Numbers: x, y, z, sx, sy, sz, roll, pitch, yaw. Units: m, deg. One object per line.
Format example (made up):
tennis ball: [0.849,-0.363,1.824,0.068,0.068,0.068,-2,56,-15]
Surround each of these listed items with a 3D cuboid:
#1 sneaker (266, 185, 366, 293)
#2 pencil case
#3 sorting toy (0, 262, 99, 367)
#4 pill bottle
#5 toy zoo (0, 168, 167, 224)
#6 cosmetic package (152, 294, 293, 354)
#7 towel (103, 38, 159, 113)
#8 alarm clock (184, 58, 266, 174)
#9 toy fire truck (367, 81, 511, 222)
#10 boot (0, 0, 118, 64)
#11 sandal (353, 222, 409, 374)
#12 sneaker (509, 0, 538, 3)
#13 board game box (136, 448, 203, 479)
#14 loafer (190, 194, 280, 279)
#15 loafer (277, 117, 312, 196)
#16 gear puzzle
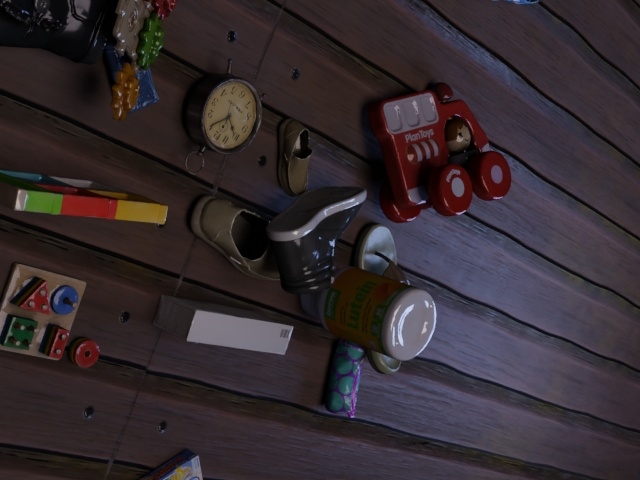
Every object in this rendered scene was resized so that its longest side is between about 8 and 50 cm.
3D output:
sneaker: [-0.001,0.000,1.980,0.296,0.105,0.146,-38,127,-55]
pencil case: [0.054,0.272,2.226,0.064,0.070,0.151,0,104,-50]
sorting toy: [-0.429,0.112,1.686,0.275,0.046,0.132,21,88,-47]
pill bottle: [0.082,0.126,2.074,0.136,0.246,0.136,-17,115,-42]
toy zoo: [-0.356,-0.064,1.594,0.293,0.192,0.030,5,99,-46]
cosmetic package: [-0.167,0.149,1.935,0.239,0.099,0.060,15,95,-47]
towel: [-0.293,-0.257,1.715,0.067,0.029,0.119,-32,124,-34]
alarm clock: [-0.172,-0.194,1.837,0.129,0.064,0.192,43,70,-45]
toy fire truck: [0.232,-0.181,2.207,0.302,0.169,0.253,-20,99,-42]
boot: [-0.375,-0.374,1.540,0.207,0.094,0.246,7,104,-51]
sandal: [0.140,0.114,2.214,0.120,0.086,0.302,-3,85,-49]
sneaker: [0.412,-0.528,2.323,0.162,0.073,0.063,-6,108,-45]
board game box: [-0.266,0.493,1.994,0.136,0.035,0.201,-28,122,-37]
loafer: [-0.115,0.008,1.943,0.268,0.092,0.101,30,81,-47]
loafer: [-0.044,-0.144,1.996,0.056,0.050,0.148,-27,121,-38]
gear puzzle: [-0.247,-0.336,1.632,0.175,0.044,0.338,65,40,-78]
